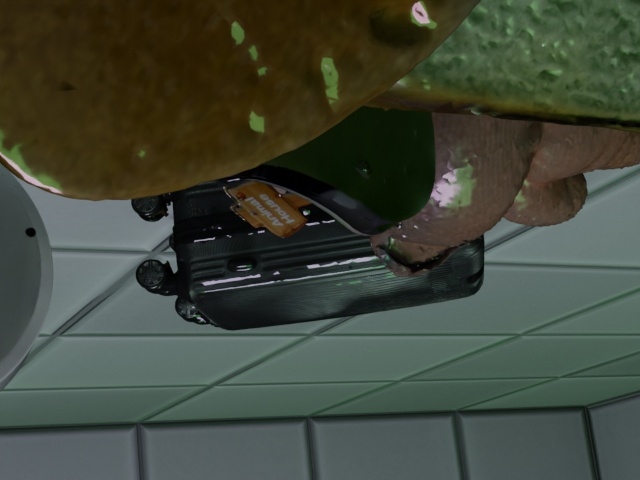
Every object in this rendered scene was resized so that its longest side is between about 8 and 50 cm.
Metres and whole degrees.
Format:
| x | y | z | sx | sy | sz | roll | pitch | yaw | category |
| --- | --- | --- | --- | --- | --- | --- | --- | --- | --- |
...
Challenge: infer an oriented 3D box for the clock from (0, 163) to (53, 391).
| x | y | z | sx | sy | sz | roll | pitch | yaw | category |
| --- | --- | --- | --- | --- | --- | --- | --- | --- | --- |
| -0.318 | 0.029 | 0.899 | 0.230 | 0.230 | 0.083 | 1 | 162 | -25 | clock |

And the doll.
| x | y | z | sx | sy | sz | roll | pitch | yaw | category |
| --- | --- | --- | --- | --- | --- | --- | --- | --- | --- |
| 0.145 | -0.102 | 0.865 | 0.303 | 0.156 | 0.201 | -18 | 130 | -31 | doll |

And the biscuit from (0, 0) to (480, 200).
| x | y | z | sx | sy | sz | roll | pitch | yaw | category |
| --- | --- | --- | --- | --- | --- | --- | --- | --- | --- |
| -0.079 | -0.151 | 0.336 | 0.287 | 0.057 | 0.344 | -28 | 133 | -11 | biscuit |

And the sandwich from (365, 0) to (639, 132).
| x | y | z | sx | sy | sz | roll | pitch | yaw | category |
| --- | --- | --- | --- | --- | --- | --- | --- | --- | --- |
| 0.110 | -0.160 | 0.513 | 0.251 | 0.226 | 0.087 | 2 | -154 | -24 | sandwich |

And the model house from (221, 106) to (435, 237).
| x | y | z | sx | sy | sz | roll | pitch | yaw | category |
| --- | --- | --- | --- | --- | --- | --- | --- | --- | --- |
| -0.089 | -0.105 | 0.580 | 0.154 | 0.207 | 0.294 | -14 | 162 | 35 | model house |

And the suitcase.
| x | y | z | sx | sy | sz | roll | pitch | yaw | category |
| --- | --- | --- | --- | --- | --- | --- | --- | --- | --- |
| 0.000 | 0.000 | 1.111 | 0.312 | 0.128 | 0.202 | -9 | 164 | 4 | suitcase |
